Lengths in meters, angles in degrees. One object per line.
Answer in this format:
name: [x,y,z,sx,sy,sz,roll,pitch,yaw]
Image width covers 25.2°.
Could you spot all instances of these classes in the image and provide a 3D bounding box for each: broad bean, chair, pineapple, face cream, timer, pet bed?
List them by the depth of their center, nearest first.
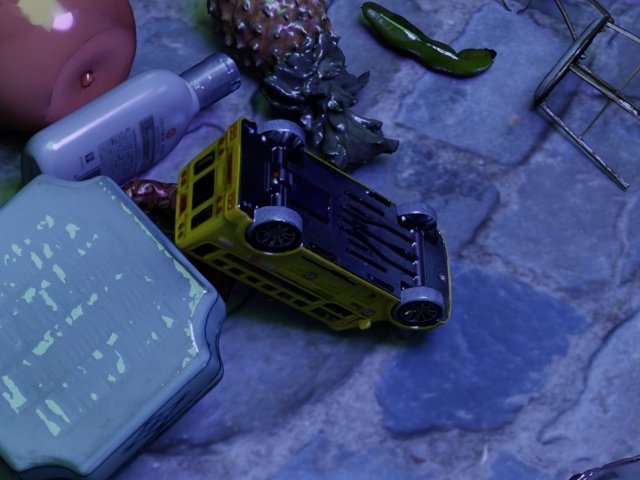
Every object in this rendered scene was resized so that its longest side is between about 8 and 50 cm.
pet bed: [-0.187,0.017,1.656,0.201,0.053,0.201,7,56,-10]
timer: [-0.335,-0.243,1.666,0.215,0.230,0.229,40,60,21]
face cream: [-0.218,-0.135,1.680,0.291,0.144,0.071,-35,66,-26]
pineapple: [-0.014,-0.224,1.793,0.170,0.141,0.310,-19,73,-49]
chair: [0.333,-0.240,1.868,0.325,0.160,0.170,41,59,6]
broad bean: [0.141,-0.258,1.891,0.195,0.046,0.061,18,47,-9]

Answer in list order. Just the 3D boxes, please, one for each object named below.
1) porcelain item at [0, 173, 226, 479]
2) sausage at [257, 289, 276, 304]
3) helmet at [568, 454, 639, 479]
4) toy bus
porcelain item: [-0.260,0.099,1.503,0.286,0.157,0.281,-44,79,-10]
sausage: [-0.066,0.017,1.695,0.034,0.034,0.129,-4,63,-16]
helmet: [0.319,0.392,1.482,0.271,0.197,0.338,41,54,19]
toy bus: [0.000,0.000,1.612,0.331,0.151,0.145,29,44,-35]
